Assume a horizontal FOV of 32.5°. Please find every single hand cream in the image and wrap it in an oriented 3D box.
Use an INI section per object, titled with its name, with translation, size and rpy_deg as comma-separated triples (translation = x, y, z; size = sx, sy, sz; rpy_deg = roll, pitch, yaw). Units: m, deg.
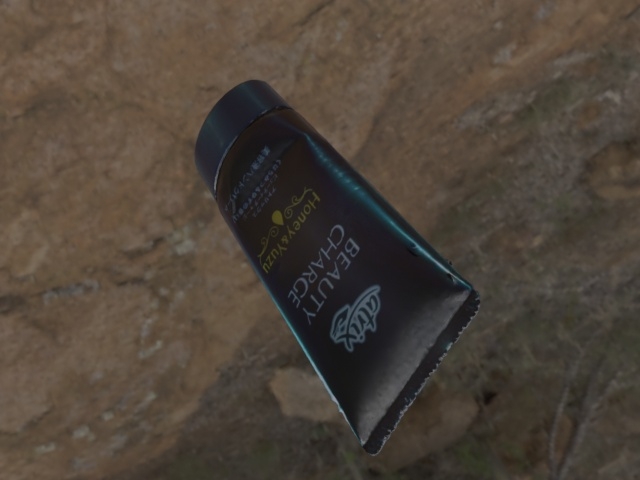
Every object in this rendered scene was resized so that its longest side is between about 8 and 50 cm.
[hand cream]
translation = 0.000, 0.000, 0.699
size = 0.061, 0.270, 0.120
rpy_deg = 12, 119, -42
